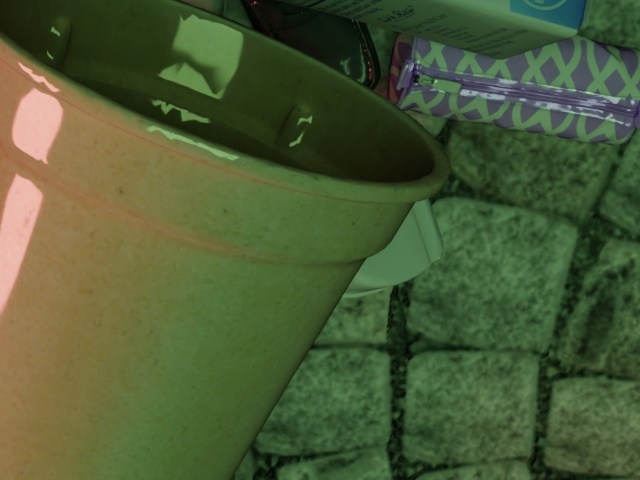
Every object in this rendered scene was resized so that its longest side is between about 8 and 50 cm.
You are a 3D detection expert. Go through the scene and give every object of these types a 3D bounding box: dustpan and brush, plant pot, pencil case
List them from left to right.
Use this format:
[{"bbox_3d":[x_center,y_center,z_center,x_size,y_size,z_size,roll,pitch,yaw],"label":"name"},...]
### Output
[{"bbox_3d":[-0.127,0.022,1.095,0.333,0.334,0.306,20,108,-11],"label":"plant pot"},{"bbox_3d":[0.000,0.000,1.279,0.060,0.211,0.147,-3,117,40],"label":"dustpan and brush"},{"bbox_3d":[0.150,-0.125,1.277,0.206,0.088,0.086,6,105,-8],"label":"pencil case"}]

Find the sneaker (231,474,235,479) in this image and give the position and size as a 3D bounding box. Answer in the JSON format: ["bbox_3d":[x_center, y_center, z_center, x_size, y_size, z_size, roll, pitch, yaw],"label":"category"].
[{"bbox_3d":[-0.164,0.107,1.300,0.178,0.124,0.296,-5,108,-14],"label":"sneaker"}]

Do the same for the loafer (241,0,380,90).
[{"bbox_3d":[-0.030,-0.194,1.244,0.076,0.078,0.223,-35,106,5],"label":"loafer"}]

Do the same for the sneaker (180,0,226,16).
[{"bbox_3d":[-0.189,-0.117,1.231,0.281,0.115,0.105,-34,106,4],"label":"sneaker"}]

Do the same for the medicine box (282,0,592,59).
[{"bbox_3d":[0.050,-0.291,1.141,0.289,0.149,0.264,13,87,-15],"label":"medicine box"}]
